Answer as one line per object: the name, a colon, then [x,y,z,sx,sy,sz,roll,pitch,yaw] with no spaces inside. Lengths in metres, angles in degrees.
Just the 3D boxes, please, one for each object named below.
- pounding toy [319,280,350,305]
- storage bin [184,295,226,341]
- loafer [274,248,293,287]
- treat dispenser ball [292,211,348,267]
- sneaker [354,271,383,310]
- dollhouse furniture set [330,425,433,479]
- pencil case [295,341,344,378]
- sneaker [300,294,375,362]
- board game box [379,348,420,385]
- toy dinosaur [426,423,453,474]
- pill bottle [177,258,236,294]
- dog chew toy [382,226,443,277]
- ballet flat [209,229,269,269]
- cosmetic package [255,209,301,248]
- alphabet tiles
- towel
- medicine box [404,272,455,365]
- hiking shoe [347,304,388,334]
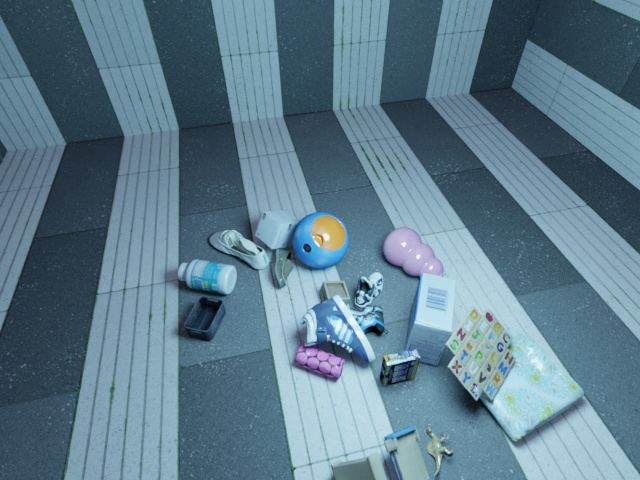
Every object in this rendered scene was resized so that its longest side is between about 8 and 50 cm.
pounding toy: [0.058,0.278,1.969,0.130,0.100,0.141,0,46,-19]
storage bin: [-0.524,0.356,1.893,0.122,0.084,0.180,10,47,10]
loafer: [-0.184,0.132,2.101,0.087,0.094,0.251,-6,45,1]
treat dispenser ball: [0.000,0.000,2.097,0.288,0.288,0.288,0,46,0]
sneaker: [0.239,0.207,1.981,0.094,0.153,0.235,29,53,24]
dollhouse furniture set: [0.240,0.836,1.430,0.303,0.198,0.287,2,60,-42]
pencil case: [0.000,0.503,1.742,0.209,0.095,0.098,19,35,15]
sneaker: [0.056,0.415,1.743,0.236,0.130,0.323,-31,80,-5]
board game box: [0.318,0.513,1.669,0.141,0.170,0.048,-10,45,-11]
toy dinosaur: [0.437,0.768,1.513,0.092,0.053,0.183,-12,37,10]
pill bottle: [-0.557,0.174,2.029,0.263,0.146,0.146,9,46,10]
dog chew toy: [0.474,0.084,2.078,0.206,0.207,0.332,-33,62,-28]
ballet flat: [-0.433,0.018,2.191,0.400,0.139,0.139,27,52,25]
cosmetic package: [-0.220,-0.062,2.207,0.151,0.151,0.183,36,27,30]
alphabet tiles: [0.633,0.435,1.618,0.342,0.011,0.285,-41,93,-32]
towel: [0.805,0.571,1.664,0.374,0.090,0.321,-20,48,-18]
medicine box: [0.462,0.336,1.757,0.149,0.289,0.264,12,47,10]
hiking shoe: [0.142,0.376,1.849,0.303,0.113,0.132,-10,57,0]
